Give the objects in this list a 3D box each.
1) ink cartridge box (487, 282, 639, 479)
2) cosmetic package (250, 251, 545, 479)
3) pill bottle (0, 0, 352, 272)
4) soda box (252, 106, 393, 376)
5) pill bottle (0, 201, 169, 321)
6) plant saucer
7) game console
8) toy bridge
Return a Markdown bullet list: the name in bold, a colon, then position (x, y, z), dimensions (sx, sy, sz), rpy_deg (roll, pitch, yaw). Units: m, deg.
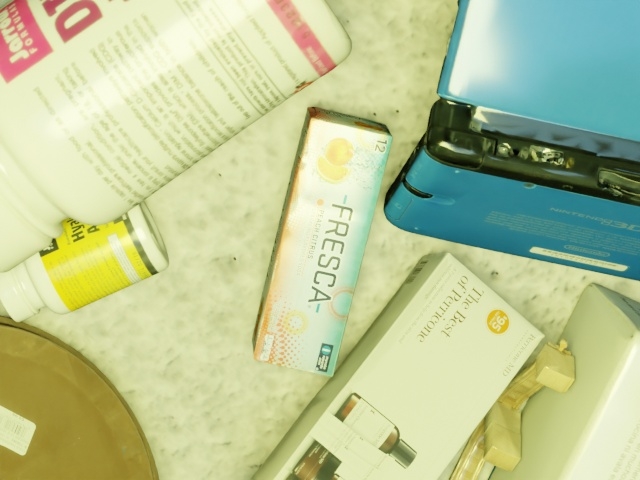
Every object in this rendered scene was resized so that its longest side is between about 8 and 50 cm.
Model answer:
- **ink cartridge box**: position (0.321, 0.248, 1.266), dimensions (0.395, 0.166, 0.285), rpy_deg (24, 100, -8)
- **cosmetic package**: position (0.048, 0.130, 1.236), dimensions (0.099, 0.060, 0.239), rpy_deg (40, 77, -11)
- **pill bottle**: position (-0.135, -0.111, 1.157), dimensions (0.283, 0.160, 0.160), rpy_deg (-35, 102, 4)
- **soda box**: position (0.000, 0.000, 1.244), dimensions (0.063, 0.058, 0.183), rpy_deg (13, 102, -6)
- **pill bottle**: position (-0.172, 0.014, 1.232), dimensions (0.116, 0.065, 0.065), rpy_deg (-25, 103, 1)
- **plant saucer**: position (-0.225, 0.172, 1.181), dimensions (0.278, 0.278, 0.041), rpy_deg (41, 140, -11)
- **game console**: position (0.215, -0.094, 1.191), dimensions (0.293, 0.250, 0.173), rpy_deg (12, 71, -6)
- **toy bridge**: position (0.133, 0.141, 1.276), dimensions (0.026, 0.063, 0.188), rpy_deg (25, 121, -8)
